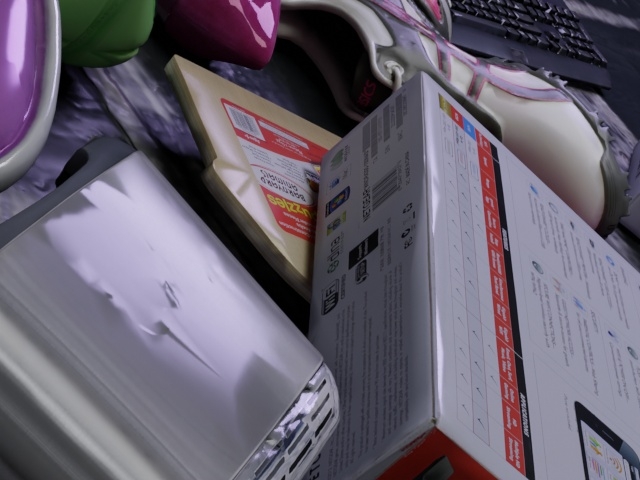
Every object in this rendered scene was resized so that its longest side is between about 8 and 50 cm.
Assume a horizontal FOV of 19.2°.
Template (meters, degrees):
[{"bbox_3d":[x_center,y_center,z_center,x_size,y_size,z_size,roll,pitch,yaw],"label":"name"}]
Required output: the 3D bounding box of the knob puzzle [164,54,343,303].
[{"bbox_3d":[0.000,0.000,1.031,0.213,0.030,0.213,39,22,-19],"label":"knob puzzle"}]

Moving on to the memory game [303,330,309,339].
[{"bbox_3d":[0.042,0.113,0.930,0.186,0.012,0.186,33,25,-18],"label":"memory game"}]

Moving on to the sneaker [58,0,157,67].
[{"bbox_3d":[-0.182,-0.306,1.075,0.185,0.202,0.482,9,39,-50],"label":"sneaker"}]

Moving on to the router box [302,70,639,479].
[{"bbox_3d":[0.128,0.104,0.939,0.301,0.082,0.335,41,23,-19],"label":"router box"}]

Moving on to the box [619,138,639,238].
[{"bbox_3d":[0.335,-0.070,1.453,0.119,0.182,0.181,39,24,-4],"label":"box"}]

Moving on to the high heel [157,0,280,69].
[{"bbox_3d":[-0.035,-0.178,1.213,0.117,0.082,0.244,39,26,5],"label":"high heel"}]

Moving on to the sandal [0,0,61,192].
[{"bbox_3d":[-0.198,-0.192,0.725,0.169,0.102,0.416,-3,54,-24],"label":"sandal"}]

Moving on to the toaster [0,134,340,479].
[{"bbox_3d":[-0.090,0.067,0.679,0.146,0.129,0.227,43,26,0],"label":"toaster"}]

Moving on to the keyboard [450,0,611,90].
[{"bbox_3d":[0.116,-0.219,1.568,0.317,0.033,0.201,8,40,-51],"label":"keyboard"}]

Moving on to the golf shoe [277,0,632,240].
[{"bbox_3d":[0.077,-0.082,1.232,0.273,0.105,0.120,43,40,18],"label":"golf shoe"}]
